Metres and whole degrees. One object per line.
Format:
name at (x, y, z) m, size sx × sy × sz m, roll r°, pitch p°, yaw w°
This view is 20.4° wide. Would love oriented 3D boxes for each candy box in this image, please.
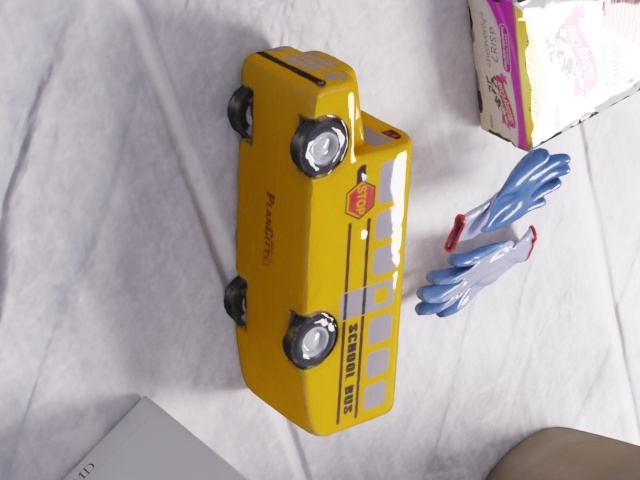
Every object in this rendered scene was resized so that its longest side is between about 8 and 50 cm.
candy box at (0.250, -0.204, 1.649) m, size 0.233 × 0.071 × 0.159 m, roll -28°, pitch 128°, yaw -25°

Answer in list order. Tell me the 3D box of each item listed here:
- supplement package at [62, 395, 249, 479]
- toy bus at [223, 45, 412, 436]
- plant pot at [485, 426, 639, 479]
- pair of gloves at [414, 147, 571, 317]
supplement package at (-0.090, 0.296, 1.474) m, size 0.177 × 0.293 × 0.175 m, roll -46°, pitch 133°, yaw -12°
toy bus at (0.000, 0.000, 1.524) m, size 0.130 × 0.108 × 0.332 m, roll -15°, pitch 121°, yaw -33°
plant pot at (0.308, 0.336, 1.828) m, size 0.323 × 0.280 × 0.323 m, roll -19°, pitch 123°, yaw -32°
pair of gloves at (0.162, -0.008, 1.671) m, size 0.159 × 0.023 × 0.198 m, roll -28°, pitch 151°, yaw -34°
